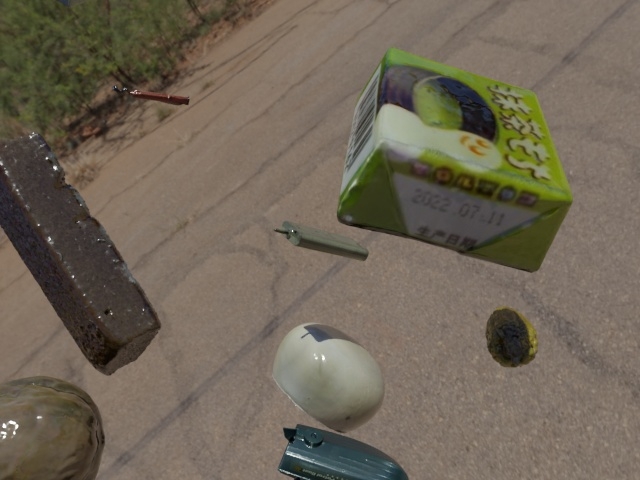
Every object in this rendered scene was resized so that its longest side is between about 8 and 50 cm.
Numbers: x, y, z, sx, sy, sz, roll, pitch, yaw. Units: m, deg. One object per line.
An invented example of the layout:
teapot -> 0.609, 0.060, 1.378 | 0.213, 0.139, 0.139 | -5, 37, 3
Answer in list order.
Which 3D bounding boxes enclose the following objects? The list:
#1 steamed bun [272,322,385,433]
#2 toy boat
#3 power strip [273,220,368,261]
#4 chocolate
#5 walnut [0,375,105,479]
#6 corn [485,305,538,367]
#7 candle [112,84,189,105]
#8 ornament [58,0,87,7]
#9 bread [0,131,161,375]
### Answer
steamed bun -> 0.033, 0.362, 1.249 | 0.206, 0.324, 0.324 | -56, 39, 0
toy boat -> 0.045, 0.400, 0.786 | 0.246, 0.103, 0.093 | 13, 20, 9
power strip -> 0.000, 0.000, 1.079 | 0.092, 0.268, 0.034 | 39, 110, 49
chocolate -> 0.189, -0.131, 0.652 | 0.289, 0.137, 0.301 | 16, 49, -5
walnut -> -0.474, 0.347, 0.728 | 0.248, 0.248, 0.248 | -21, 39, 18
corn -> 0.387, 0.192, 0.922 | 0.097, 0.097, 0.262 | -21, -3, 17
candle -> -0.383, -0.328, 1.022 | 0.026, 0.167, 0.021 | -42, 59, 47
ornament -> -0.496, -0.612, 1.017 | 0.285, 0.130, 0.120 | -70, 4, -51
bread -> -0.434, 0.027, 0.785 | 0.113, 0.416, 0.165 | -30, -7, -45
